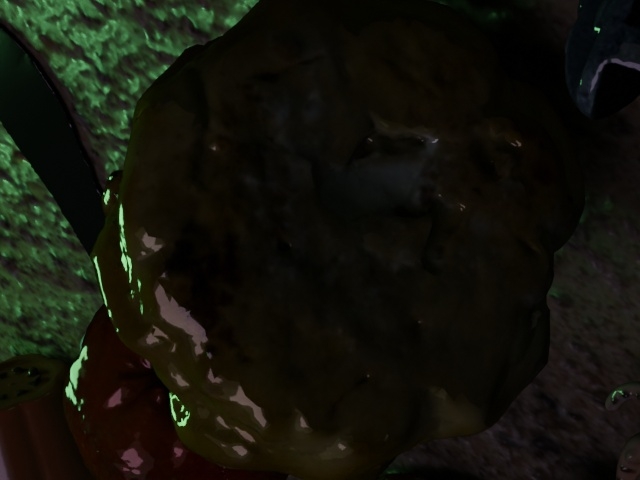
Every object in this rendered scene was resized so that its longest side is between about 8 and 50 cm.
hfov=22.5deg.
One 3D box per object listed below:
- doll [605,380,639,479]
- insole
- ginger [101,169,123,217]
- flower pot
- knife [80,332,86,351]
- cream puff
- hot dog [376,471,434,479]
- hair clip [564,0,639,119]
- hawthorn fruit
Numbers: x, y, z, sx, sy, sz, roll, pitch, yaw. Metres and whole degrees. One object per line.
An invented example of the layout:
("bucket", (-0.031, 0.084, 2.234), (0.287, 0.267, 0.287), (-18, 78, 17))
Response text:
("doll", (0.249, 0.221, 1.230), (0.154, 0.119, 0.278), (44, 142, 23))
("insole", (-0.241, -0.070, 1.497), (0.109, 0.007, 0.322), (1, 128, 46))
("ginger", (-0.137, -0.027, 1.380), (0.103, 0.073, 0.162), (57, 164, 0))
("flower pot", (-0.319, 0.227, 1.749), (0.191, 0.190, 0.173), (9, 122, 39))
("knife", (-0.114, 0.200, 1.636), (0.331, 0.044, 0.080), (46, 139, -14))
("cream puff", (-0.001, 0.001, 1.064), (0.291, 0.324, 0.257), (17, 168, -11))
("hot dog", (0.093, 0.257, 1.473), (0.192, 0.053, 0.099), (-8, 116, 48))
("hair clip", (0.220, -0.192, 0.744), (0.194, 0.206, 0.310), (21, 135, 20))
("hawthorn fruit", (-0.115, 0.173, 1.467), (0.211, 0.211, 0.299), (23, 150, 27))
